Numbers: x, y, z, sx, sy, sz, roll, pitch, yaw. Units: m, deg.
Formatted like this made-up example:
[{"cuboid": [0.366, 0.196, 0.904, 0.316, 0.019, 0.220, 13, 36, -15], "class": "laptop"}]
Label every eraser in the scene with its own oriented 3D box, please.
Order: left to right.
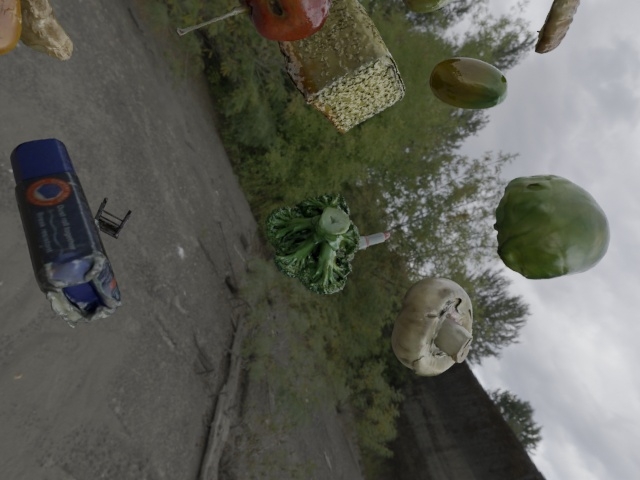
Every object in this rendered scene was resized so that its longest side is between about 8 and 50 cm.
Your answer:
[{"cuboid": [-0.448, -0.018, 0.706, 0.332, 0.102, 0.155, 56, -30, 28], "class": "eraser"}]

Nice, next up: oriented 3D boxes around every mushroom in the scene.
[{"cuboid": [0.179, 0.134, 0.621, 0.122, 0.154, 0.154, 28, -36, 52], "class": "mushroom"}]

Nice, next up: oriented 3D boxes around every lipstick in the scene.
[{"cuboid": [0.214, -0.001, 1.652, 0.063, 0.186, 0.057, -9, -86, 61], "class": "lipstick"}]

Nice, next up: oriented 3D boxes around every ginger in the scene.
[{"cuboid": [-0.759, -0.600, 1.095, 0.193, 0.123, 0.115, 41, 51, -31], "class": "ginger"}]

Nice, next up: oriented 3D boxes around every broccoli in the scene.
[{"cuboid": [0.000, 0.000, 1.009, 0.269, 0.254, 0.269, 50, -24, 31], "class": "broccoli"}]

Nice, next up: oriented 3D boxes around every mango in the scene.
[{"cuboid": [0.355, -0.373, 0.960, 0.195, 0.130, 0.091, 44, -14, 36], "class": "mango"}]

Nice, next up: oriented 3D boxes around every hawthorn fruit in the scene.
[{"cuboid": [-0.119, -0.419, 0.728, 0.165, 0.286, 0.165, 157, -90, -90], "class": "hawthorn fruit"}]

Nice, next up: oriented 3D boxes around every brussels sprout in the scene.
[{"cuboid": [0.322, -0.019, 0.549, 0.152, 0.122, 0.149, -18, 100, -45], "class": "brussels sprout"}]

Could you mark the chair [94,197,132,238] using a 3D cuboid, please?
[{"cuboid": [-0.738, -0.027, 1.352, 0.102, 0.212, 0.084, 32, 6, -26], "class": "chair"}]

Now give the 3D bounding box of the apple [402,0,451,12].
[{"cuboid": [0.288, -0.708, 1.047, 0.207, 0.188, 0.173, 39, 24, -31], "class": "apple"}]

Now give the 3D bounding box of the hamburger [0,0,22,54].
[{"cuboid": [-0.797, -0.526, 0.830, 0.314, 0.170, 0.289, -25, 128, -58], "class": "hamburger"}]

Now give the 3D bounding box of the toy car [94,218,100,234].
[{"cuboid": [-0.628, 0.010, 1.093, 0.055, 0.142, 0.069, 20, 8, -38], "class": "toy car"}]

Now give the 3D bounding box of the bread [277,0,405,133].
[{"cuboid": [0.042, -0.472, 1.043, 0.279, 0.249, 0.315, 31, 38, -60], "class": "bread"}]

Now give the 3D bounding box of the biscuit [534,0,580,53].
[{"cuboid": [0.544, -0.502, 0.924, 0.183, 0.061, 0.118, 57, 51, -70], "class": "biscuit"}]
